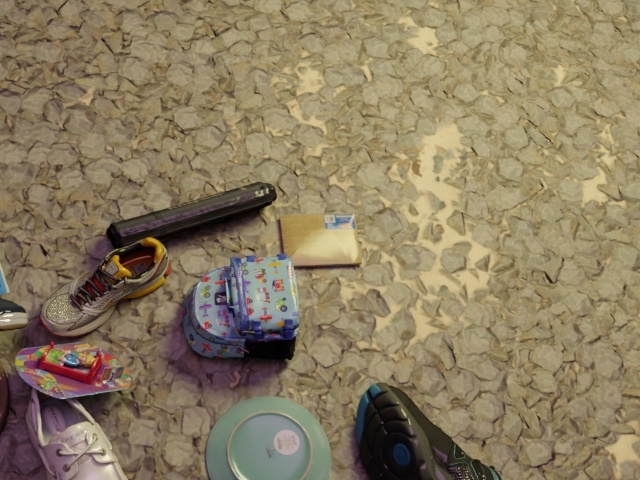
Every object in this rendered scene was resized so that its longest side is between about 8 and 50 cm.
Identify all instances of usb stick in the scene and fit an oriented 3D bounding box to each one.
[{"bbox_3d":[-0.207,-0.042,1.801,0.278,0.077,0.045,-17,95,-18],"label":"usb stick"}]

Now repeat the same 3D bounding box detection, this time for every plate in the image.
[{"bbox_3d":[-0.076,0.316,1.655,0.188,0.024,0.188,4,61,-6],"label":"plate"}]

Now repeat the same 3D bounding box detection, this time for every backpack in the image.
[{"bbox_3d":[-0.124,0.101,1.713,0.173,0.117,0.158,0,61,-6],"label":"backpack"}]

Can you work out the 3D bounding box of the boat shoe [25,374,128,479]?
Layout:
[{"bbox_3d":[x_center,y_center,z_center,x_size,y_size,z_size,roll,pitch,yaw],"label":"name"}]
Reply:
[{"bbox_3d":[-0.338,0.292,1.534,0.098,0.096,0.277,-23,46,-28],"label":"boat shoe"}]

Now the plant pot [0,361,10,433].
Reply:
[{"bbox_3d":[-0.567,0.213,1.583,0.237,0.109,0.237,3,61,-6],"label":"plant pot"}]

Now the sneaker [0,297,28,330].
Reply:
[{"bbox_3d":[-0.554,0.046,1.593,0.282,0.099,0.153,8,83,-13],"label":"sneaker"}]

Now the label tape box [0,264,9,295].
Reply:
[{"bbox_3d":[-0.644,-0.040,1.696,0.249,0.115,0.347,-18,85,-18],"label":"label tape box"}]

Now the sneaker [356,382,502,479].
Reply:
[{"bbox_3d":[0.178,0.352,1.644,0.140,0.125,0.341,-11,58,-45],"label":"sneaker"}]

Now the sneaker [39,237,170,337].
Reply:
[{"bbox_3d":[-0.333,0.063,1.711,0.225,0.092,0.088,-36,72,-24],"label":"sneaker"}]

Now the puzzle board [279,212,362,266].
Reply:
[{"bbox_3d":[0.000,0.000,1.848,0.128,0.011,0.096,-2,61,-11],"label":"puzzle board"}]

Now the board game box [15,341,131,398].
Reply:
[{"bbox_3d":[-0.356,0.174,1.625,0.169,0.033,0.133,-2,29,-43],"label":"board game box"}]
